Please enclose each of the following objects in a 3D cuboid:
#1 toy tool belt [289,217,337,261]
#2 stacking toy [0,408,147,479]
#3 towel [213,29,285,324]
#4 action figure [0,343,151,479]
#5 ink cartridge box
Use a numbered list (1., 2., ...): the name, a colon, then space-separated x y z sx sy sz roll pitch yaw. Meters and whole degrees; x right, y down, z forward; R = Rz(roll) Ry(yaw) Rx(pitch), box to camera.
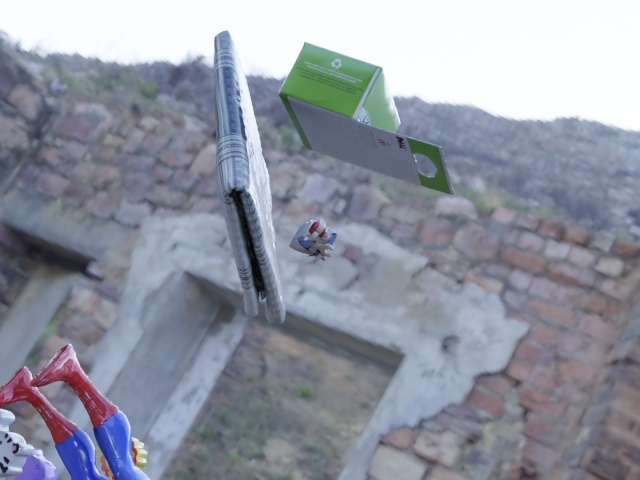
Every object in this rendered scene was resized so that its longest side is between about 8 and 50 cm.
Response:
1. toy tool belt: 0.000 0.000 1.352 0.051 0.052 0.083 34 -19 -13
2. stacking toy: -0.269 0.230 0.895 0.052 0.221 0.167 51 9 29
3. towel: -0.109 -0.080 1.525 0.056 0.312 0.324 -10 -39 2
4. action figure: -0.144 0.227 0.768 0.091 0.139 0.280 -27 -72 35
5. ink cartridge box: 0.088 -0.175 1.604 0.255 0.097 0.189 20 -15 19
